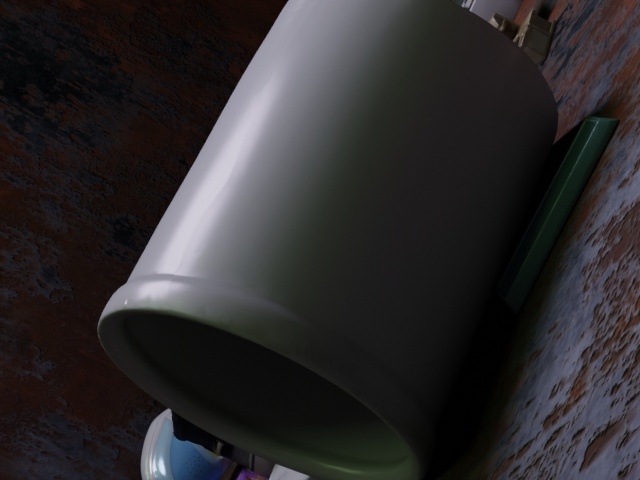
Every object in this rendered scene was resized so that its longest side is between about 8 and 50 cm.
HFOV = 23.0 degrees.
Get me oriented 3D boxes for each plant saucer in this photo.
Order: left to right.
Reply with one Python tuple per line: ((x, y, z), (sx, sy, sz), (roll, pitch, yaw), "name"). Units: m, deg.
((0.208, -0.027, 1.406), (0.192, 0.018, 0.067), (-62, 6, 5), "plant saucer")

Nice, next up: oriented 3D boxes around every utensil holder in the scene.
((0.021, -0.006, 1.497), (0.385, 0.327, 0.327), (-63, 5, -24), "utensil holder")

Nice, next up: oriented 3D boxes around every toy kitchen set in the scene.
((0.225, -0.227, 1.868), (0.083, 0.068, 0.075), (-58, 8, 46), "toy kitchen set")

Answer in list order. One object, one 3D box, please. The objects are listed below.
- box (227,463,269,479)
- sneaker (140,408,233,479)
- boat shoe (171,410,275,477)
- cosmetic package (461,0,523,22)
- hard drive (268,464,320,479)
((-0.139, 0.441, 2.182), (0.201, 0.057, 0.293), (-61, 6, 24), "box")
((-0.115, 0.239, 2.212), (0.208, 0.127, 0.319), (-29, 19, 39), "sneaker")
((-0.110, 0.171, 1.988), (0.341, 0.158, 0.127), (100, -169, -46), "boat shoe")
((0.177, -0.215, 1.986), (0.099, 0.060, 0.239), (-83, 17, -78), "cosmetic package")
((0.018, 0.212, 1.870), (0.233, 0.047, 0.353), (-67, 6, -35), "hard drive")
